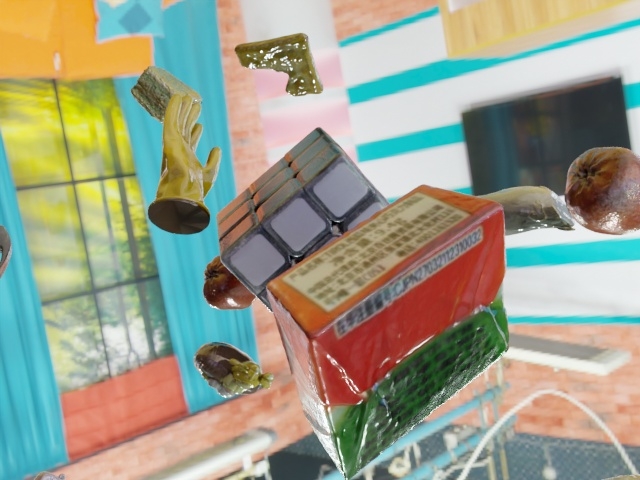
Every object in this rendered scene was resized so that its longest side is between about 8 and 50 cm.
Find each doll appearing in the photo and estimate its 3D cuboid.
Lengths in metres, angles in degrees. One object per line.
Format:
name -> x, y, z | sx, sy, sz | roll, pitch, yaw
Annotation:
doll -> -0.175, 0.251, 1.510 | 0.145, 0.096, 0.188 | 27, 164, -10

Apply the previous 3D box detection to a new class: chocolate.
chocolate -> 0.111, 0.125, 1.180 | 0.360, 0.341, 0.161 | -33, -135, -22

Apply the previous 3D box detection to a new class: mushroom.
mushroom -> 0.355, -0.057, 1.655 | 0.351, 0.109, 0.097 | 0, -146, 14

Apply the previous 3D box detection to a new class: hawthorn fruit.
hawthorn fruit -> -0.206, 0.101, 1.848 | 0.138, 0.133, 0.133 | 30, 157, -36
hawthorn fruit -> 0.543, -0.088, 1.453 | 0.173, 0.173, 0.173 | -10, -176, 1

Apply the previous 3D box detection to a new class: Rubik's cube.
Rubik's cube -> 0.000, 0.000, 1.540 | 0.301, 0.304, 0.305 | -41, -163, 3

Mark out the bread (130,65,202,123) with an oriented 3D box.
bread -> -0.414, -0.390, 2.117 | 0.102, 0.138, 0.196 | -46, 180, 14

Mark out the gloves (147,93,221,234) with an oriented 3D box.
gloves -> -0.265, -0.166, 1.543 | 0.116, 0.294, 0.133 | -1, 148, 3

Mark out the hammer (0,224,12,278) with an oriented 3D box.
hammer -> -0.572, 0.048, 1.096 | 0.287, 0.111, 0.033 | -27, 163, -33

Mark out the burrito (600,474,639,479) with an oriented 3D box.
burrito -> 0.460, 0.497, 1.368 | 0.347, 0.107, 0.175 | -1, -139, -2

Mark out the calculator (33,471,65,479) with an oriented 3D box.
calculator -> -0.602, 0.577, 1.673 | 0.032, 0.100, 0.175 | -1, -132, 46

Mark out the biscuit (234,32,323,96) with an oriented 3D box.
biscuit -> -0.089, -0.400, 1.824 | 0.174, 0.039, 0.183 | -10, 141, 15
